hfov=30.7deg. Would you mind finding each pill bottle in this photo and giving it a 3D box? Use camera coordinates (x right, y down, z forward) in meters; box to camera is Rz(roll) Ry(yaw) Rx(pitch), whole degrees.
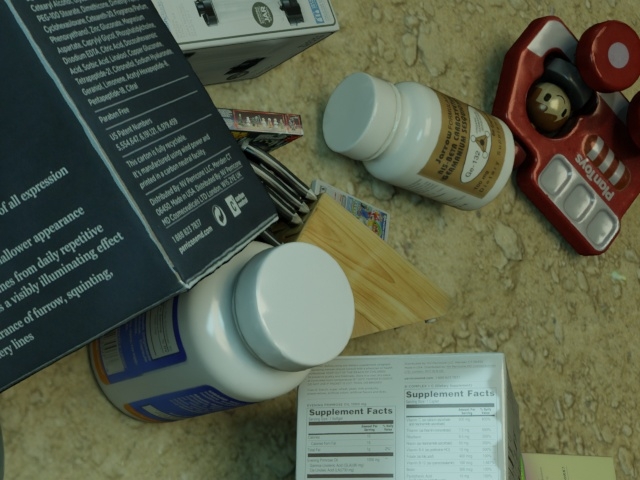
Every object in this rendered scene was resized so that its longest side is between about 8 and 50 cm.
[{"bbox_3d":[-0.094,0.086,1.117,0.152,0.272,0.152,14,68,-37],"label":"pill bottle"},{"bbox_3d":[0.122,-0.127,1.464,0.229,0.131,0.131,18,65,-35],"label":"pill bottle"}]

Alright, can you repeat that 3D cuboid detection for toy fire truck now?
[{"bbox_3d":[0.367,-0.158,1.676,0.302,0.169,0.254,45,71,-19],"label":"toy fire truck"}]

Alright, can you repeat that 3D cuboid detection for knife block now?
[{"bbox_3d":[0.000,0.000,1.334,0.276,0.088,0.242,-10,86,-35],"label":"knife block"}]

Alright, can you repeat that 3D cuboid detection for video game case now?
[{"bbox_3d":[0.034,-0.014,1.433,0.122,0.011,0.087,24,61,-32],"label":"video game case"}]

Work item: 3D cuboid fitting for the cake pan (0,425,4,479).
[{"bbox_3d":[-0.395,0.187,0.979,0.293,0.054,0.293,14,67,-36],"label":"cake pan"}]

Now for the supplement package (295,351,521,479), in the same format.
[{"bbox_3d":[0.100,0.216,1.211,0.262,0.204,0.145,57,32,-67],"label":"supplement package"}]

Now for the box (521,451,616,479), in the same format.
[{"bbox_3d":[0.253,0.373,1.413,0.243,0.117,0.213,11,65,-39],"label":"box"}]

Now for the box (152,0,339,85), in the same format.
[{"bbox_3d":[-0.143,-0.223,1.247,0.290,0.169,0.087,-17,88,-41],"label":"box"}]

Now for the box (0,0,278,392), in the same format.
[{"bbox_3d":[-0.279,-0.096,0.964,0.395,0.294,0.212,59,24,-6],"label":"box"}]

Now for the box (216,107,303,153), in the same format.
[{"bbox_3d":[-0.100,-0.118,1.298,0.137,0.094,0.027,0,76,-40],"label":"box"}]
